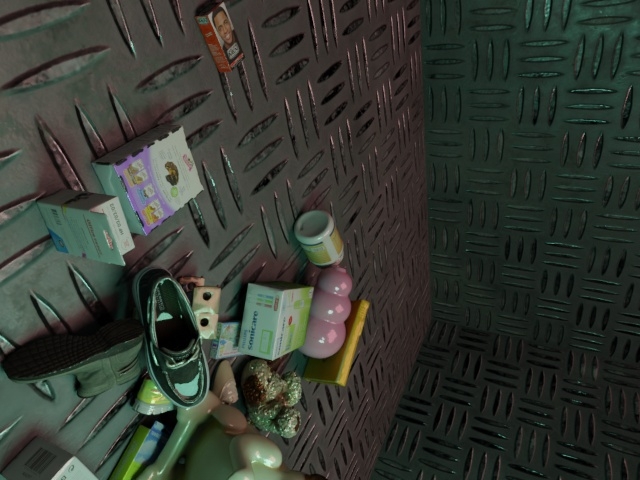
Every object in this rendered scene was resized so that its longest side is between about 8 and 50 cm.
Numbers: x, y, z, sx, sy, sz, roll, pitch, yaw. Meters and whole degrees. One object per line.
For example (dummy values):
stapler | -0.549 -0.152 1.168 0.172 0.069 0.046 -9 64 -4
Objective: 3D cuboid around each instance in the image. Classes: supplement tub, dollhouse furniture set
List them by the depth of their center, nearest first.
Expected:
dollhouse furniture set | -0.348 0.155 1.072 0.184 0.129 0.128 4 95 -34
supplement tub | 0.000 0.000 1.642 0.144 0.145 0.199 -65 150 -28

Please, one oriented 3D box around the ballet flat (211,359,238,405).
ballet flat | -0.278 0.474 1.315 0.086 0.086 0.248 26 75 -63

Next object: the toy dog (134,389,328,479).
toy dog | -0.169 0.599 1.076 0.284 0.408 0.395 -56 147 -19

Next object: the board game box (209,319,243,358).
board game box | -0.260 0.289 1.353 0.154 0.026 0.103 17 83 -63

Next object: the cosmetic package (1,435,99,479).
cosmetic package | -0.482 0.485 0.879 0.085 0.118 0.231 -53 141 -42

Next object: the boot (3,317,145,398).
boot | -0.457 0.254 0.881 0.247 0.083 0.161 -12 133 -42

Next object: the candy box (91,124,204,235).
candy box | -0.357 -0.134 0.977 0.196 0.070 0.164 -51 141 -44

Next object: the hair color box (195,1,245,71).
hair color box | -0.242 -0.494 1.118 0.072 0.043 0.141 -61 147 -32

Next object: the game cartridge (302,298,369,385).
game cartridge | 0.060 0.394 1.778 0.053 0.285 0.323 30 66 -19

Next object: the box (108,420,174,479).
box | -0.423 0.524 1.086 0.178 0.043 0.109 -65 150 -29

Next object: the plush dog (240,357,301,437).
plush dog | -0.181 0.478 1.451 0.262 0.211 0.225 -89 163 -72

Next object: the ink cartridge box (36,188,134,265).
ink cartridge box | -0.399 -0.025 0.804 0.061 0.182 0.104 -46 138 -49

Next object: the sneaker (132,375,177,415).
sneaker | -0.357 0.363 1.125 0.208 0.082 0.094 18 80 -63

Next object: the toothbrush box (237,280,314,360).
toothbrush box | -0.132 0.240 1.442 0.283 0.122 0.206 13 86 -71

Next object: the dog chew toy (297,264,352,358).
dog chew toy | 0.016 0.249 1.649 0.207 0.207 0.331 9 101 -64

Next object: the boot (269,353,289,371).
boot | -0.154 0.406 1.595 0.114 0.037 0.106 -42 133 -45

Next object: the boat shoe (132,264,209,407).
boat shoe | -0.309 0.217 0.954 0.121 0.119 0.334 -24 109 -27
